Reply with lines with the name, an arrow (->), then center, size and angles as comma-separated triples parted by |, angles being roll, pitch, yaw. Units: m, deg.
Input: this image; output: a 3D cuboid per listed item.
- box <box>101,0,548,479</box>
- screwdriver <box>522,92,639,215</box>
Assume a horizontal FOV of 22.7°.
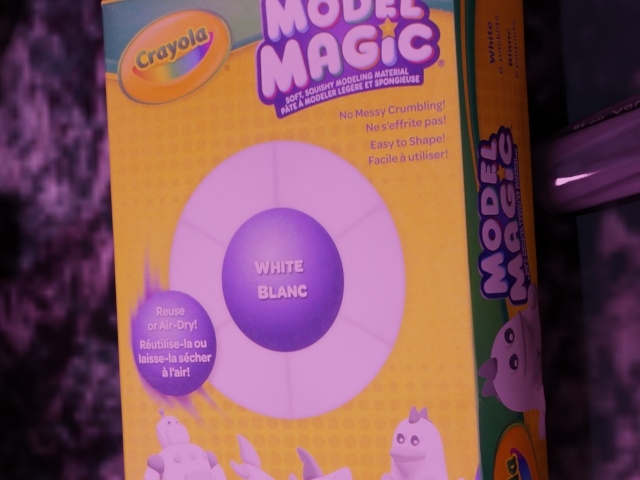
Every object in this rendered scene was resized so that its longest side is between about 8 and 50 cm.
box -> 0.000, 0.000, 0.394 | 0.105, 0.043, 0.179 | -5, 86, 31
screwdriver -> 0.128, -0.042, 0.373 | 0.170, 0.025, 0.024 | -20, 83, 14
